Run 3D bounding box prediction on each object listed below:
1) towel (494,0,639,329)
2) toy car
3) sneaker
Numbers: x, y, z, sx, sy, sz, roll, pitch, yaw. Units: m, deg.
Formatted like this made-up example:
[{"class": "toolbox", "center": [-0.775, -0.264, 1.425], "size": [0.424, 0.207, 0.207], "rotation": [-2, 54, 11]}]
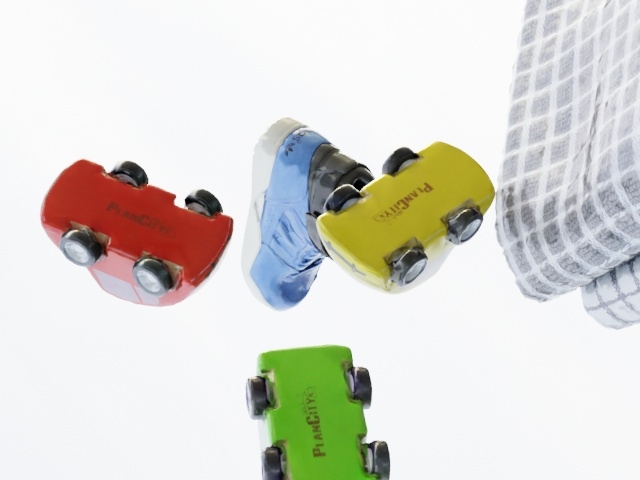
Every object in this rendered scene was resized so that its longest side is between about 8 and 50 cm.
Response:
[{"class": "towel", "center": [0.199, -0.117, 0.997], "size": [0.121, 0.235, 0.283], "rotation": [19, -117, -18]}, {"class": "toy car", "center": [-0.015, 0.052, 0.964], "size": [0.239, 0.053, 0.225], "rotation": [-4, -126, -9]}, {"class": "sneaker", "center": [-0.001, 0.000, 1.201], "size": [0.084, 0.152, 0.058], "rotation": [32, -133, 29]}]
